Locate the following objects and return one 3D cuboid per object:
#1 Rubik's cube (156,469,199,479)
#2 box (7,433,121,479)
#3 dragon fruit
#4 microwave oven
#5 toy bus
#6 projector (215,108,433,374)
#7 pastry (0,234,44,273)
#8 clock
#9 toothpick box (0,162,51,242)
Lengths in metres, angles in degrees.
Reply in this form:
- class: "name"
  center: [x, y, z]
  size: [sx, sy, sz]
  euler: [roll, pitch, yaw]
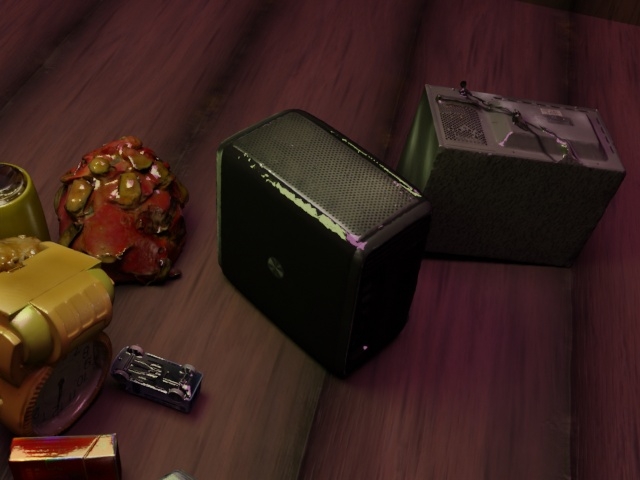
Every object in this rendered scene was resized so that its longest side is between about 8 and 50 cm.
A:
- class: "Rubik's cube"
  center: [-0.217, 0.495, 1.181]
  size: [0.264, 0.319, 0.319]
  euler: [11, 37, -37]
- class: "box"
  center: [-0.433, 0.382, 1.373]
  size: [0.175, 0.112, 0.048]
  euler: [-1, 45, -8]
- class: "dragon fruit"
  center: [-0.444, -0.085, 1.731]
  size: [0.314, 0.263, 0.296]
  euler: [7, 45, -2]
- class: "microwave oven"
  center: [0.421, -0.151, 1.864]
  size: [0.431, 0.375, 0.236]
  euler: [6, 43, -10]
- class: "toy bus"
  center: [-0.314, 0.266, 1.532]
  size: [0.167, 0.076, 0.073]
  euler: [19, 47, 7]
- class: "projector"
  center: [0.000, 0.000, 1.619]
  size: [0.242, 0.395, 0.405]
  euler: [-32, 56, -33]
- class: "pastry"
  center: [-0.622, 0.123, 1.499]
  size: [0.310, 0.255, 0.162]
  euler: [-26, 50, -23]
- class: "clock"
  center: [-0.485, 0.193, 1.410]
  size: [0.200, 0.317, 0.244]
  euler: [26, 34, 21]
- class: "toothpick box"
  center: [-0.642, -0.023, 1.629]
  size: [0.174, 0.271, 0.175]
  euler: [4, 45, -4]
